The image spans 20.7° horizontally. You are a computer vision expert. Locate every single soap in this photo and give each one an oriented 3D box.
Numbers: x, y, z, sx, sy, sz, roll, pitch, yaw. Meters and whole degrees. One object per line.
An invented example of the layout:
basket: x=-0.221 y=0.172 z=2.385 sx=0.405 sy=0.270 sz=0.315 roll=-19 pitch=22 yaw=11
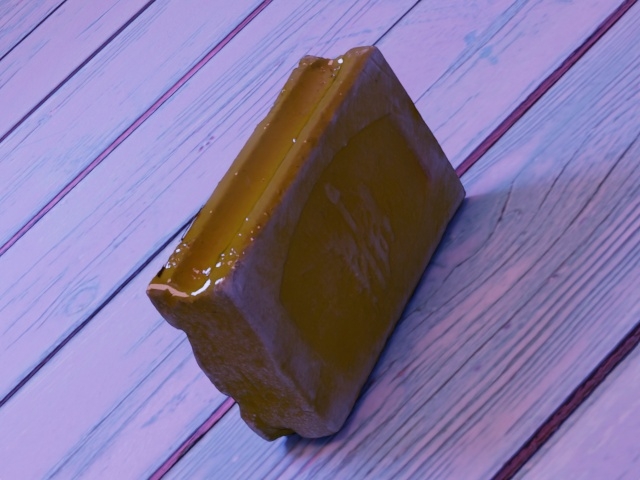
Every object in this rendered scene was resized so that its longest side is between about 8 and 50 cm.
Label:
soap: x=0.000 y=0.000 z=1.501 sx=0.091 sy=0.199 sz=0.315 roll=-11 pitch=35 yaw=40
